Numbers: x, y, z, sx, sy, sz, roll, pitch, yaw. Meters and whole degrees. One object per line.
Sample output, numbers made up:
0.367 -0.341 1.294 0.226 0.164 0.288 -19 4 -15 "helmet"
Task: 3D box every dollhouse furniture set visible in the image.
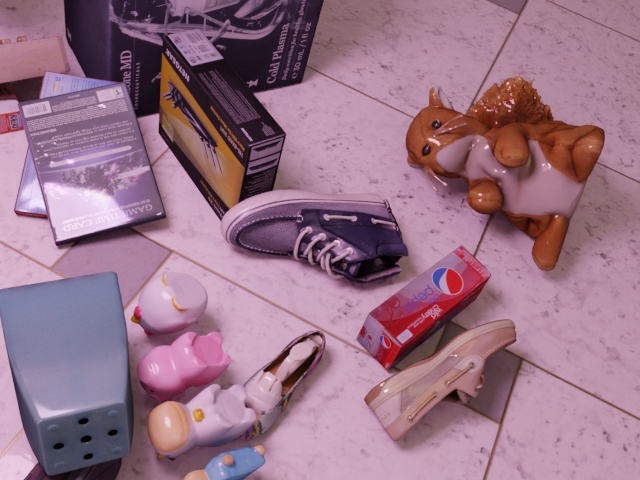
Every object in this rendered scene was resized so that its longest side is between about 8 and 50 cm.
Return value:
-0.660 -0.489 1.291 0.256 0.394 0.362 -23 24 -36 "dollhouse furniture set"

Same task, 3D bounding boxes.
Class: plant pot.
-0.337 0.185 0.960 0.165 0.166 0.234 -9 36 -22 "plant pot"

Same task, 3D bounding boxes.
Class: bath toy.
-0.209 0.211 1.051 0.151 0.129 0.348 10 46 -44 "bath toy"

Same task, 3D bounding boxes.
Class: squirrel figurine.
0.375 -0.187 1.485 0.370 0.281 0.397 20 34 14 "squirrel figurine"

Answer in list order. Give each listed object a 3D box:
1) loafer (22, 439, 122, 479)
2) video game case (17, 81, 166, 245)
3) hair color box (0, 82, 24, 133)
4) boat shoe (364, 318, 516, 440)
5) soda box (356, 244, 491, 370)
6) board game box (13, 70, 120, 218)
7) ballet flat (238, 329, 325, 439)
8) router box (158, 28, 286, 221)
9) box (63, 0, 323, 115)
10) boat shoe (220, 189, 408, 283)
-0.381 0.373 0.899 0.095 0.109 0.302 15 40 20 "loafer"
-0.411 -0.143 1.262 0.196 0.026 0.274 -16 78 -16 "video game case"
-0.665 -0.243 1.336 0.167 0.053 0.093 -18 58 -29 "hair color box"
0.219 0.229 1.168 0.302 0.109 0.098 -24 67 -24 "boat shoe"
0.189 0.117 1.254 0.263 0.092 0.083 -31 65 -33 "soda box"
-0.458 -0.173 1.289 0.145 0.027 0.281 7 72 -8 "board game box"
-0.065 0.217 1.112 0.077 0.079 0.221 36 52 13 "ballet flat"
-0.196 -0.200 1.307 0.081 0.243 0.309 -22 60 -30 "router box"
-0.250 -0.546 1.415 0.471 0.480 0.297 -17 60 -27 "box"
0.000 0.000 1.271 0.340 0.127 0.158 -6 46 -21 "boat shoe"
